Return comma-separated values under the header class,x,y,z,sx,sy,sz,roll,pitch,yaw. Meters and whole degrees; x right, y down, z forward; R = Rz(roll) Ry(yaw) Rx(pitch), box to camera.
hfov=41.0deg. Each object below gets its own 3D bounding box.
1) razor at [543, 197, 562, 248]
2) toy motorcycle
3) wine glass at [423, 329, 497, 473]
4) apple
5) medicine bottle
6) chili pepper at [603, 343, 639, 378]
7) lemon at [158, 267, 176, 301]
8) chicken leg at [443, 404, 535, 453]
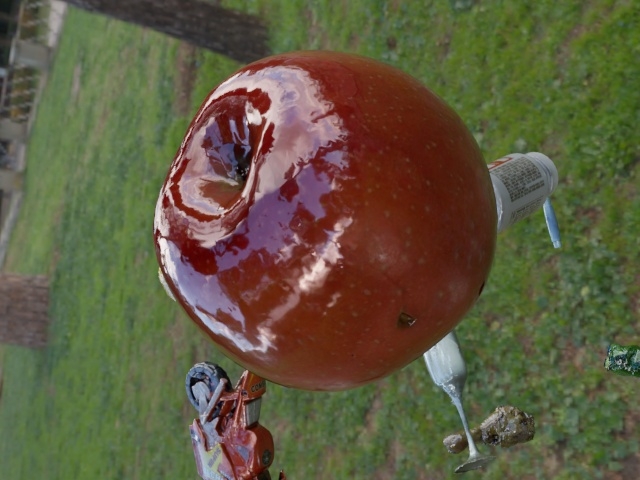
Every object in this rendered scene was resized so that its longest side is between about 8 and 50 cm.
class,x,y,z,sx,sy,sz,roll,pitch,yaw
razor,0.432,-0.051,1.610,0.068,0.040,0.135,106,150,-85
toy motorcycle,-0.138,0.341,1.409,0.171,0.089,0.298,-5,96,37
wine glass,0.198,0.215,1.305,0.074,0.074,0.262,-49,49,51
apple,0.002,-0.015,0.651,0.260,0.216,0.260,-28,46,33
medicine bottle,0.225,-0.060,1.031,0.079,0.140,0.079,23,124,38
chili pepper,0.588,0.227,1.424,0.098,0.224,0.061,80,-150,-56
lemon,-0.143,0.037,0.929,0.092,0.065,0.065,-91,15,-76
chicken leg,0.338,0.383,1.720,0.069,0.197,0.085,-113,16,-46
